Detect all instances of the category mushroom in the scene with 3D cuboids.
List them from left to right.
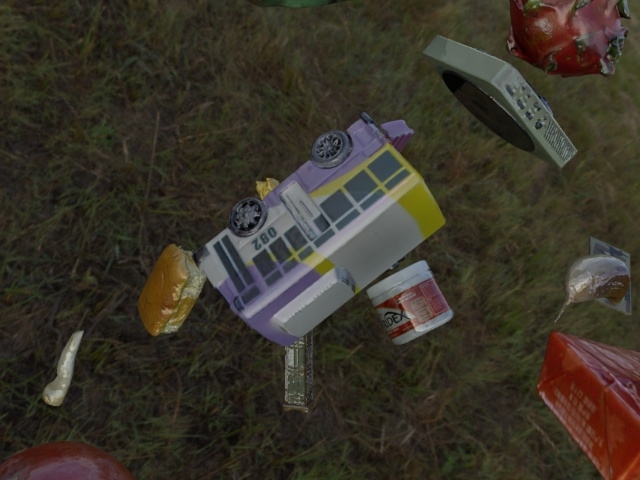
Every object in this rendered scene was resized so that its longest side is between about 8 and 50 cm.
[{"bbox_3d":[-0.614,0.302,1.472,0.054,0.202,0.059,19,8,-27],"label":"mushroom"}]

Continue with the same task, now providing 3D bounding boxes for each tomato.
[{"bbox_3d":[-0.394,0.426,0.910,0.265,0.265,0.264,28,43,-29],"label":"tomato"}]

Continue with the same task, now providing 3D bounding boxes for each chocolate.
[{"bbox_3d":[0.430,0.236,0.795,0.238,0.107,0.234,17,17,-15],"label":"chocolate"}]

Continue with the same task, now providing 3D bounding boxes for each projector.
[{"bbox_3d":[0.339,-0.269,1.156,0.257,0.079,0.259,36,10,-35],"label":"projector"}]

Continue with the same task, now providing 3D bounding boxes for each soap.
[{"bbox_3d":[0.193,-0.279,1.918,0.122,0.203,0.065,-21,65,-41],"label":"soap"}]

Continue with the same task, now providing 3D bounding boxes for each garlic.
[{"bbox_3d":[0.584,0.097,1.323,0.198,0.090,0.128,-13,111,-29],"label":"garlic"}]

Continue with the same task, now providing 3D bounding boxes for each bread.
[{"bbox_3d":[-0.412,0.138,1.691,0.121,0.245,0.174,23,21,-34],"label":"bread"}]

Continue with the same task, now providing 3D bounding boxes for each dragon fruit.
[{"bbox_3d":[0.423,-0.408,1.045,0.198,0.200,0.269,-40,134,-35],"label":"dragon fruit"}]

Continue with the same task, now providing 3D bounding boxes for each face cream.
[{"bbox_3d":[0.262,0.183,1.790,0.201,0.201,0.187,-15,75,-51],"label":"face cream"}]

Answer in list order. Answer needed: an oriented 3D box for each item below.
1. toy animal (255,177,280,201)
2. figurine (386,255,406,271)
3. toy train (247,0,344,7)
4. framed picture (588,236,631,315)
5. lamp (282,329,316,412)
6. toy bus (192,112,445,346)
[{"bbox_3d":[-0.149,-0.111,1.901,0.083,0.070,0.159,8,71,-54],"label":"toy animal"},{"bbox_3d":[0.148,-0.081,1.716,0.332,0.204,0.185,54,43,-3],"label":"figurine"},{"bbox_3d":[-0.039,-0.583,1.291,0.327,0.129,0.159,-10,80,-14],"label":"toy train"},{"bbox_3d":[0.805,0.097,1.706,0.136,0.010,0.200,23,58,-10],"label":"framed picture"},{"bbox_3d":[-0.067,0.372,1.945,0.089,0.090,0.325,-4,95,-74],"label":"lamp"},{"bbox_3d":[0.000,0.000,1.187,0.249,0.440,0.209,54,4,35],"label":"toy bus"}]
